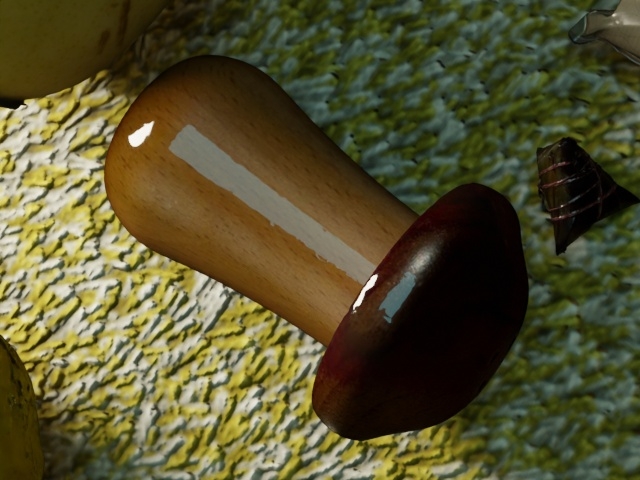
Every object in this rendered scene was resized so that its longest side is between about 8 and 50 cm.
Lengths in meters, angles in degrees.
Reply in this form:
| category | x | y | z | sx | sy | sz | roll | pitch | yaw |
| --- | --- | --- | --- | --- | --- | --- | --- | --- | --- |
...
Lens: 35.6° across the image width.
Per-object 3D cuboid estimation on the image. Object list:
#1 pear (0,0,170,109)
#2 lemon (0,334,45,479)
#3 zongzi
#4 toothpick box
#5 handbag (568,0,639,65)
| category | x | y | z | sx | sy | sz | roll | pitch | yaw |
| --- | --- | --- | --- | --- | --- | --- | --- | --- | --- |
| pear | -0.220 | -0.259 | 0.707 | 0.309 | 0.309 | 0.309 | -1 | 82 | 10 |
| lemon | -0.342 | 0.152 | 0.689 | 0.310 | 0.258 | 0.258 | -3 | 82 | 3 |
| zongzi | 0.183 | -0.027 | 0.725 | 0.083 | 0.067 | 0.073 | 39 | 83 | -4 |
| toothpick box | 0.000 | 0.000 | 0.690 | 0.294 | 0.192 | 0.192 | 37 | 90 | 18 |
| handbag | 0.334 | -0.147 | 0.682 | 0.270 | 0.117 | 0.183 | 36 | 105 | 14 |
